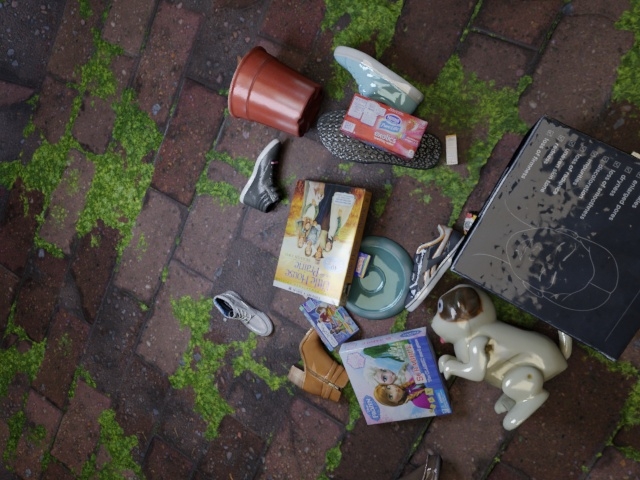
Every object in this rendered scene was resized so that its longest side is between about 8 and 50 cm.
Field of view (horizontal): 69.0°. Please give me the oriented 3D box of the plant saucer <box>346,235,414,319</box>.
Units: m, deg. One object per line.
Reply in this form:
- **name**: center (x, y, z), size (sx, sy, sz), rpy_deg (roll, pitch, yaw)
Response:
- **plant saucer**: center (0.191, 0.140, 1.714), size (0.318, 0.044, 0.316), rpy_deg (1, 94, 20)

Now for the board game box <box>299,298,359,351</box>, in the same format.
- **board game box**: center (0.033, 0.292, 1.739), size (0.201, 0.136, 0.035), rpy_deg (54, 152, 10)

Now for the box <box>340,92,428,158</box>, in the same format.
- **box**: center (0.208, -0.370, 1.538), size (0.257, 0.122, 0.128), rpy_deg (23, 97, 4)

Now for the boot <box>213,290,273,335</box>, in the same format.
- **boot**: center (-0.315, 0.302, 1.863), size (0.258, 0.123, 0.095), rpy_deg (35, 104, 14)

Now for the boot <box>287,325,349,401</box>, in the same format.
- **boot**: center (0.018, 0.460, 1.766), size (0.220, 0.109, 0.283), rpy_deg (23, 93, 12)

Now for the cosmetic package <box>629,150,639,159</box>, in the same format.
- **cosmetic package**: center (0.939, -0.208, 1.422), size (0.060, 0.041, 0.115), rpy_deg (37, 105, 14)

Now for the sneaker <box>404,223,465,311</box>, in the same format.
- **sneaker**: center (0.367, 0.090, 1.606), size (0.128, 0.126, 0.321), rpy_deg (37, 94, 10)

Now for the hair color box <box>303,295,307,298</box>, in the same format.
- **hair color box**: center (-0.074, 0.152, 1.809), size (0.141, 0.043, 0.072), rpy_deg (46, 107, 13)

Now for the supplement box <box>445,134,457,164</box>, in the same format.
- **supplement box**: center (0.447, -0.305, 1.582), size (0.036, 0.062, 0.098), rpy_deg (-3, 93, 19)

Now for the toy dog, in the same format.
- **toy dog**: center (0.540, 0.320, 1.479), size (0.408, 0.285, 0.395), rpy_deg (45, 104, 13)

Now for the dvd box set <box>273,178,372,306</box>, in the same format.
- **dvd box set**: center (0.000, 0.000, 1.701), size (0.308, 0.062, 0.419), rpy_deg (14, 91, 34)

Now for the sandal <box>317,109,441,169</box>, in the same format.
- **sandal**: center (0.202, -0.342, 1.659), size (0.447, 0.107, 0.167), rpy_deg (16, 98, 5)

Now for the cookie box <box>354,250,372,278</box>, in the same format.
- **cookie box**: center (0.123, 0.078, 1.690), size (0.107, 0.040, 0.091), rpy_deg (20, 98, 17)

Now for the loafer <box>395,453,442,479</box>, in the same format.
- **loafer**: center (0.317, 0.909, 1.670), size (0.130, 0.134, 0.365), rpy_deg (29, 102, 16)

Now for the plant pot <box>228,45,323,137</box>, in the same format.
- **plant pot**: center (-0.148, -0.519, 1.692), size (0.265, 0.272, 0.272), rpy_deg (27, 102, 8)

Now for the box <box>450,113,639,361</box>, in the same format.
- **box**: center (0.693, -0.015, 1.306), size (0.472, 0.297, 0.479), rpy_deg (31, 101, 13)

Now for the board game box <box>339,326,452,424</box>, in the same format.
- **board game box**: center (0.268, 0.488, 1.656), size (0.318, 0.066, 0.318), rpy_deg (-17, 103, 20)

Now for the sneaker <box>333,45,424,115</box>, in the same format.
- **sneaker**: center (0.173, -0.542, 1.627), size (0.366, 0.135, 0.150), rpy_deg (38, 102, 15)

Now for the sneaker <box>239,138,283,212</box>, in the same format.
- **sneaker**: center (-0.187, -0.237, 1.798), size (0.147, 0.105, 0.295), rpy_deg (34, 110, 13)

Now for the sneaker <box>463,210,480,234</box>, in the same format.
- **sneaker**: center (0.587, -0.021, 1.548), size (0.226, 0.088, 0.092), rpy_deg (25, 114, 21)
